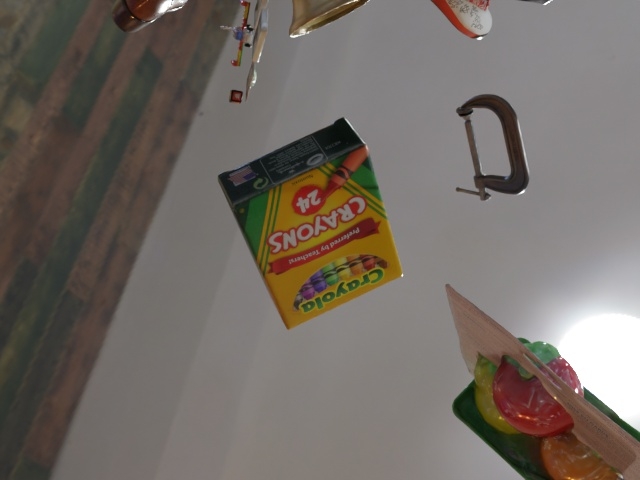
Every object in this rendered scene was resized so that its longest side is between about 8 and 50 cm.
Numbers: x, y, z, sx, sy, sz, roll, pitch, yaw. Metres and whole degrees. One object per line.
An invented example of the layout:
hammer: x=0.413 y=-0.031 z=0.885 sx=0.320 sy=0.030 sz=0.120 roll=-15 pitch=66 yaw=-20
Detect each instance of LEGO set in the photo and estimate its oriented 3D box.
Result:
LEGO set: x=-0.131 y=-0.341 z=1.496 sx=0.060 sy=0.244 sz=0.182 roll=7 pitch=-120 yaw=-12

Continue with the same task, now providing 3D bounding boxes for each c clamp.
c clamp: x=0.214 y=-0.119 z=1.167 sx=0.022 sy=0.160 sz=0.137 roll=-30 pitch=-149 yaw=-28

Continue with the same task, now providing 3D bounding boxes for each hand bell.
hand bell: x=-0.038 y=-0.414 z=1.213 sx=0.126 sy=0.242 sz=0.126 roll=-26 pitch=-174 yaw=3

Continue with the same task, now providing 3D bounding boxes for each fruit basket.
fruit basket: x=0.308 y=0.218 z=1.181 sx=0.165 sy=0.353 sz=0.327 roll=-40 pitch=-120 yaw=-15

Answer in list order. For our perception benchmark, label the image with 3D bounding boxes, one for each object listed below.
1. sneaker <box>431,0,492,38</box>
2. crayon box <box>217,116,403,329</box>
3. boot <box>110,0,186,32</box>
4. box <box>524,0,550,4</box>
sneaker: x=0.264 y=-0.447 z=1.518 sx=0.145 sy=0.270 sz=0.090 roll=-28 pitch=-124 yaw=30
crayon box: x=0.000 y=0.000 z=1.307 sx=0.202 sy=0.318 sz=0.081 roll=-26 pitch=-136 yaw=-5
boot: x=-0.209 y=-0.489 z=1.520 sx=0.280 sy=0.096 sz=0.264 roll=-24 pitch=-163 yaw=40
box: x=0.170 y=-0.294 z=0.615 sx=0.270 sy=0.143 sz=0.165 roll=162 pitch=-72 yaw=-68
